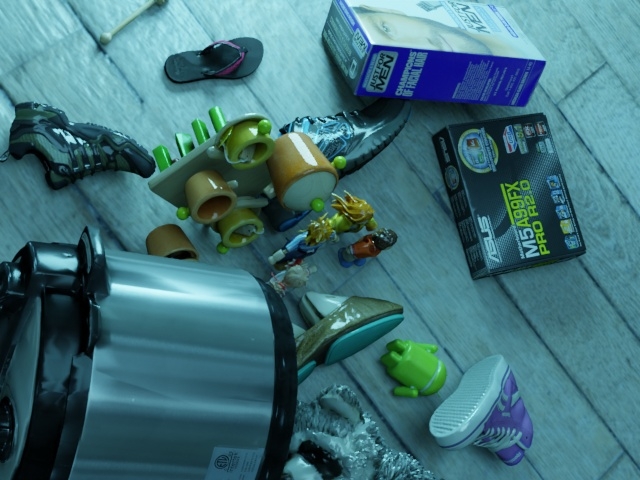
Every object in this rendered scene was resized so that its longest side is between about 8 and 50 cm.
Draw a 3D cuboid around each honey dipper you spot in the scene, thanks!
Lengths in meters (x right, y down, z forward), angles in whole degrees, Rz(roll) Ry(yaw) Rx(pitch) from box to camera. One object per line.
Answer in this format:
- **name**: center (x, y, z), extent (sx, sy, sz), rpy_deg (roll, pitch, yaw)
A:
- **honey dipper**: center (-0.296, -0.367, 1.928), extent (0.030, 0.030, 0.160), rpy_deg (49, 65, -4)

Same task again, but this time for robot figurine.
- **robot figurine**: center (0.155, 0.206, 1.937), extent (0.115, 0.067, 0.101), rpy_deg (34, 59, -12)

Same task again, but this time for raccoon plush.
- **raccoon plush**: center (0.113, 0.358, 1.837), extent (0.446, 0.216, 0.299), rpy_deg (2, 66, -55)

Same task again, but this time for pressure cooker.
- **pressure cooker**: center (-0.279, 0.186, 1.548), extent (0.420, 0.375, 0.370), rpy_deg (8, 75, -26)

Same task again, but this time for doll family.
- **doll family**: center (0.000, 0.000, 1.873), extent (0.263, 0.163, 0.118), rpy_deg (-24, 85, -28)

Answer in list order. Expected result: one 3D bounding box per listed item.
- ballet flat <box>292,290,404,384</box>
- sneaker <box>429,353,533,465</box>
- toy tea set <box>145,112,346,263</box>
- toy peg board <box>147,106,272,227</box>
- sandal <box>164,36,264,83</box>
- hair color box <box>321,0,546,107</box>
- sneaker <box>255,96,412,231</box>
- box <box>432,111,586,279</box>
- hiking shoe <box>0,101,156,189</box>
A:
- **ballet flat**: center (-0.026, 0.155, 1.861), extent (0.342, 0.116, 0.124), rpy_deg (-32, 72, -25)
- **sneaker**: center (0.272, 0.299, 1.893), extent (0.161, 0.102, 0.282), rpy_deg (64, 30, -4)
- **toy tea set**: center (-0.115, -0.035, 1.768), extent (0.200, 0.336, 0.124), rpy_deg (4, 48, -44)
- **toy peg board**: center (-0.162, -0.119, 1.824), extent (0.160, 0.161, 0.079), rpy_deg (36, 26, -53)
- **sandal**: center (-0.167, -0.295, 1.956), extent (0.179, 0.040, 0.067), rpy_deg (-17, 82, -28)
- **hair color box**: center (0.192, -0.329, 2.051), extent (0.338, 0.110, 0.185), rpy_deg (0, 41, -24)
- **sneaker**: center (0.015, -0.163, 1.953), extent (0.341, 0.125, 0.140), rpy_deg (-40, 89, -30)
- **box**: center (0.333, -0.081, 2.109), extent (0.216, 0.060, 0.270), rpy_deg (-9, 78, -27)
- **hiking shoe**: center (-0.363, -0.122, 1.804), extent (0.226, 0.086, 0.114), rpy_deg (20, 83, -14)
